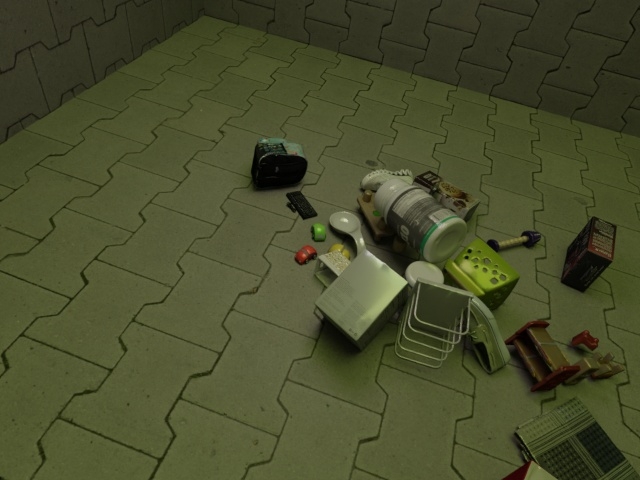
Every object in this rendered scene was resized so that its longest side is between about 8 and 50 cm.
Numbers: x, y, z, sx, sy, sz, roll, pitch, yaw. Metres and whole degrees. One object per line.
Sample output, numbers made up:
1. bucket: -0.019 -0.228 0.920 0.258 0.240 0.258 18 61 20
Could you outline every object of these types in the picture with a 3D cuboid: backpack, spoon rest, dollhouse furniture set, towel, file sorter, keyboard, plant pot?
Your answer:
1. backpack: -0.193 -0.364 2.089 0.253 0.225 0.191 -3 52 -19
2. spoon rest: 0.133 -0.034 1.933 0.137 0.084 0.276 -10 50 -20
3. dollhouse furniture set: 0.890 0.426 1.629 0.374 0.152 0.201 8 43 -28
4. towel: 0.809 0.693 1.405 0.324 0.056 0.312 -12 53 -24
5. file sorter: 0.381 0.297 1.537 0.193 0.277 0.173 17 50 5
6. keyboard: -0.099 -0.166 2.056 0.108 0.023 0.180 -18 52 -25
7. plant pot: 0.596 0.166 1.742 0.207 0.228 0.227 -24 55 -22

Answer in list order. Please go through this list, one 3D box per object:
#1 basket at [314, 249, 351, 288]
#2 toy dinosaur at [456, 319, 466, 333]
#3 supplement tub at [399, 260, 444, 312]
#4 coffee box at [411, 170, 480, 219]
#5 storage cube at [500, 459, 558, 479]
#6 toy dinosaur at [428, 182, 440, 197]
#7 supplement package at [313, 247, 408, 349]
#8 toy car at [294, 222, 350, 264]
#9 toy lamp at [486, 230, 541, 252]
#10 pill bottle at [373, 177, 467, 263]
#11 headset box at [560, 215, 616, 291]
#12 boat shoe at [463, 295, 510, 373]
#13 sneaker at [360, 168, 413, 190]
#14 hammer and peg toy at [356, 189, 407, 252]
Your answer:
1. basket: 0.070 0.129 1.744 0.103 0.113 0.167 -27 57 -34
2. toy dinosaur: 0.553 0.310 1.680 0.183 0.092 0.053 -14 50 -23
3. supplement tub: 0.371 0.190 1.683 0.144 0.199 0.144 6 45 -6
4. coffee box: 0.593 -0.204 2.140 0.297 0.119 0.168 36 38 22
5. storage cube: 0.580 0.752 1.195 0.184 0.193 0.215 34 51 20
6. toy dinosaur: 0.477 -0.147 2.063 0.064 0.268 0.118 12 4 -26
7. supplement package: 0.151 0.212 1.559 0.199 0.198 0.262 39 78 24
8. toy car: 0.000 0.000 1.894 0.239 0.053 0.225 -1 47 -12
9. toy lamp: 0.902 0.006 2.053 0.275 0.080 0.080 -12 50 -18
10. pill bottle: 0.383 -0.090 1.759 0.204 0.204 0.361 -17 43 -25
11. headset box: 1.177 0.068 1.947 0.110 0.218 0.293 27 47 15
12. boat shoe: 0.575 0.333 1.579 0.094 0.109 0.302 -31 93 -25
13. sneaker: 0.341 -0.283 2.204 0.292 0.110 0.118 -7 57 -17
14. hammer and peg toy: 0.343 -0.083 1.992 0.266 0.127 0.361 -7 49 -20
